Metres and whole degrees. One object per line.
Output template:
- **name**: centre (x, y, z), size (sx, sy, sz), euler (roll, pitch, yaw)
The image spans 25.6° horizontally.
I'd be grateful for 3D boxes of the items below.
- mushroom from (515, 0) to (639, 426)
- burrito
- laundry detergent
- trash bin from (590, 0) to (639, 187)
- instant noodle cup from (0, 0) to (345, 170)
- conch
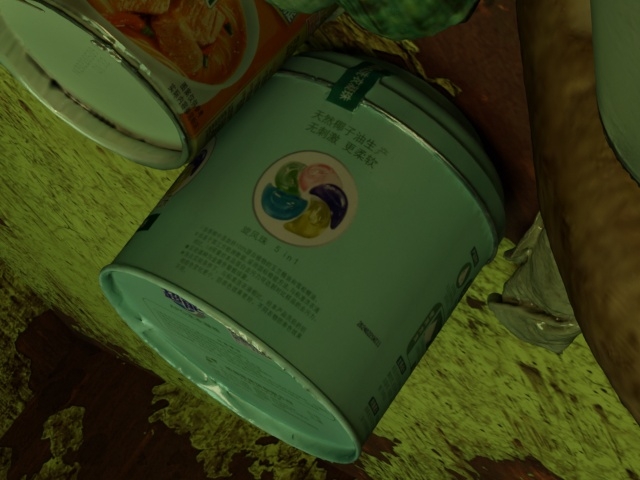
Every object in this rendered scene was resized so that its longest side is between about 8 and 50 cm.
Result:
- **mushroom**: centre (0.244, -0.003, 0.916), size (0.397, 0.314, 0.224), euler (38, 159, 10)
- **burrito**: centre (0.234, 0.026, 1.312), size (0.117, 0.076, 0.392), euler (35, 162, 5)
- **laundry detergent**: centre (0.000, 0.000, 1.294), size (0.287, 0.305, 0.287), euler (31, 161, 12)
- **trash bin**: centre (0.232, -0.151, 0.661), size (0.262, 0.217, 0.277), euler (67, -179, -56)
- **instant noodle cup**: centre (-0.143, -0.209, 1.179), size (0.296, 0.214, 0.296), euler (31, 161, 12)
- **conch**: centre (0.013, -0.221, 1.003), size (0.188, 0.122, 0.176), euler (-5, 109, 45)
